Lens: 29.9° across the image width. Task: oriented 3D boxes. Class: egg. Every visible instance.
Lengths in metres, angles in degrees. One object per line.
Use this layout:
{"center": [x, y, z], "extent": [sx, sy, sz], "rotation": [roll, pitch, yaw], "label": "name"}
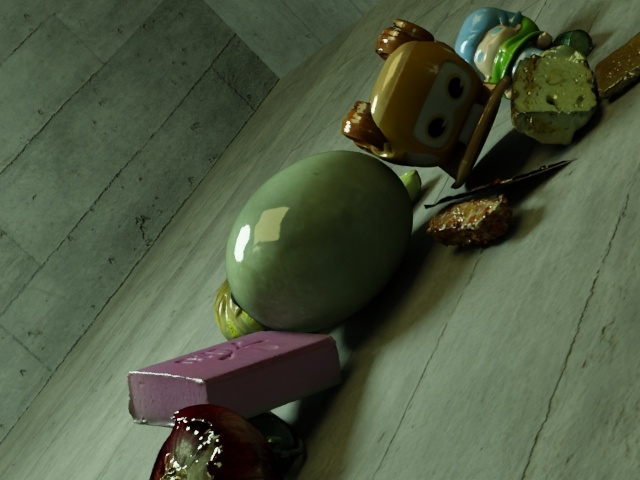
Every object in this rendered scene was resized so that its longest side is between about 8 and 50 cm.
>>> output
{"center": [0.000, 0.000, 1.878], "extent": [0.352, 0.258, 0.258], "rotation": [-44, 11, -34], "label": "egg"}

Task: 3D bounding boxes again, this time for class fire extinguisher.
{"center": [-0.096, 0.280, 1.706], "extent": [0.294, 0.118, 0.093], "rotation": [-175, 88, -72], "label": "fire extinguisher"}

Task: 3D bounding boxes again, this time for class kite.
{"center": [0.263, -0.086, 1.764], "extent": [0.232, 0.009, 0.189], "rotation": [-19, -2, 11], "label": "kite"}

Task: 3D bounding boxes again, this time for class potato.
{"center": [0.105, -0.044, 2.129], "extent": [0.198, 0.054, 0.119], "rotation": [-42, 10, -7], "label": "potato"}

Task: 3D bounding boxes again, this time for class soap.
{"center": [-0.122, 0.196, 1.708], "extent": [0.259, 0.081, 0.181], "rotation": [-13, 8, -43], "label": "soap"}

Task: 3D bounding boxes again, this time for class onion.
{"center": [-0.121, 0.343, 1.486], "extent": [0.272, 0.195, 0.272], "rotation": [-40, 44, 52], "label": "onion"}

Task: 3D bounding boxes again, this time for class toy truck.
{"center": [0.170, -0.207, 1.902], "extent": [0.288, 0.212, 0.204], "rotation": [32, -98, -80], "label": "toy truck"}

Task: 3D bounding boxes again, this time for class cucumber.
{"center": [0.424, -0.336, 2.051], "extent": [0.048, 0.048, 0.105], "rotation": [-46, 14, -3], "label": "cucumber"}

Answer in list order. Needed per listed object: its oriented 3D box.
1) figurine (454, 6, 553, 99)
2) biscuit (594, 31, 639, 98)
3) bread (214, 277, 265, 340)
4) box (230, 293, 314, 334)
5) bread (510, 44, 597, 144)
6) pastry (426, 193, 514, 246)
{"center": [0.332, -0.322, 2.113], "extent": [0.162, 0.143, 0.263], "rotation": [-64, 29, 11], "label": "figurine"}
{"center": [0.504, -0.299, 1.771], "extent": [0.231, 0.025, 0.131], "rotation": [-38, 17, 25], "label": "biscuit"}
{"center": [-0.125, 0.098, 2.275], "extent": [0.213, 0.105, 0.213], "rotation": [-39, 14, 11], "label": "bread"}
{"center": [-0.050, 0.064, 2.036], "extent": [0.050, 0.160, 0.230], "rotation": [-41, 14, 40], "label": "box"}
{"center": [0.356, -0.217, 1.834], "extent": [0.128, 0.088, 0.232], "rotation": [-4, 32, 13], "label": "bread"}
{"center": [0.222, -0.023, 1.732], "extent": [0.087, 0.063, 0.169], "rotation": [-44, 16, -19], "label": "pastry"}
